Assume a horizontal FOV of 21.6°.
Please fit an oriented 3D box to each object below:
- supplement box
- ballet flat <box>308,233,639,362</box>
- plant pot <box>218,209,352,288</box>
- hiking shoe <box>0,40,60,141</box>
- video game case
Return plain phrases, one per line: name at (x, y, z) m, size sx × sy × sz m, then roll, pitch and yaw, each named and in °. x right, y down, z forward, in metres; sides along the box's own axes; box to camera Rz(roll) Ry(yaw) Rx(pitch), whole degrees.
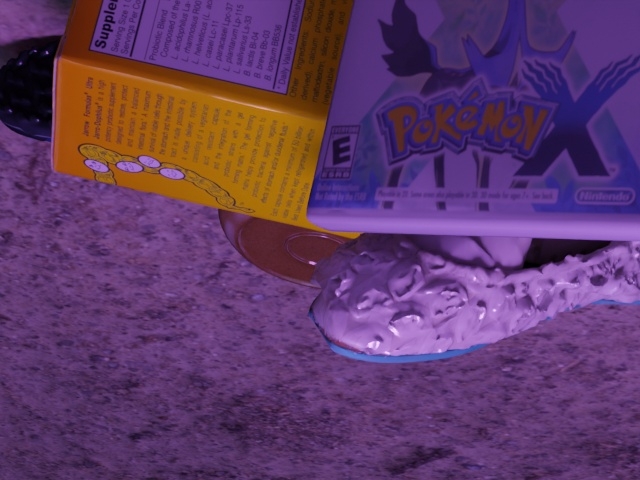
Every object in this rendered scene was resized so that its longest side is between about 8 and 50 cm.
supplement box at (-0.033, -0.143, 1.423) m, size 0.356 × 0.194 × 0.195 m, roll 13°, pitch 152°, yaw -4°
ballet flat at (0.159, -0.008, 1.332) m, size 0.409 × 0.147 × 0.147 m, roll -9°, pitch 170°, yaw -41°
plant pot at (0.000, 0.000, 1.861) m, size 0.236 × 0.032 × 0.236 m, roll 8°, pitch 153°, yaw 4°
hiking shoe at (-0.168, -0.113, 1.614) m, size 0.304 × 0.113 × 0.132 m, roll 5°, pitch 151°, yaw 12°
video game case at (0.148, -0.148, 1.146) m, size 0.329 × 0.300 × 0.036 m, roll 2°, pitch 164°, yaw 42°
